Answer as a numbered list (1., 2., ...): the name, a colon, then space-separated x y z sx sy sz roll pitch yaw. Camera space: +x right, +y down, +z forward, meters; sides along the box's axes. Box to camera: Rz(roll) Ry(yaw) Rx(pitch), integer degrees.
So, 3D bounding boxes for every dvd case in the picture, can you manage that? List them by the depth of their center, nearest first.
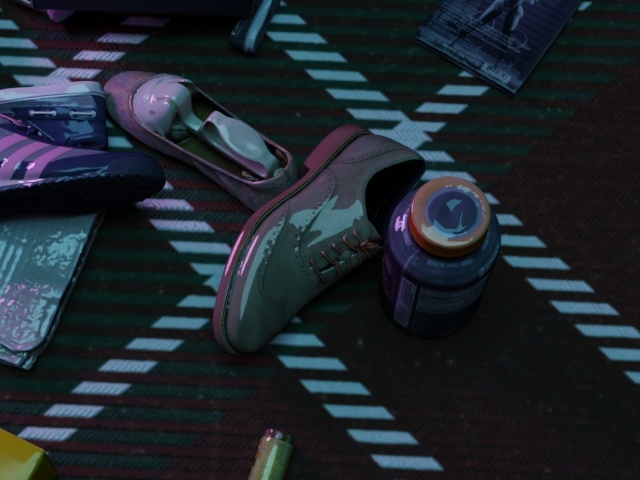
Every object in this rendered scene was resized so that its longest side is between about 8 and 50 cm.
1. dvd case: 0.257 -0.321 1.632 0.165 0.018 0.221 32 70 14

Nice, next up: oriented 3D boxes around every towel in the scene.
1. towel: -0.390 0.011 1.461 0.187 0.049 0.282 16 67 5

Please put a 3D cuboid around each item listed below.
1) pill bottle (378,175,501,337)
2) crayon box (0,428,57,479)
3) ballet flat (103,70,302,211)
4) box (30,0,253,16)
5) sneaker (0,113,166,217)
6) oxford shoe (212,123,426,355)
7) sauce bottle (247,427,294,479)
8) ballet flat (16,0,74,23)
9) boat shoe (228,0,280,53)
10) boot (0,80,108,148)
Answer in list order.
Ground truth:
1. pill bottle: 0.139 0.016 1.359 0.131 0.245 0.130 0 66 -1
2. crayon box: -0.533 0.305 1.299 0.363 0.106 0.313 24 68 9
3. ballet flat: -0.153 -0.149 1.503 0.316 0.106 0.107 31 70 12
4. box: -0.241 -0.465 1.558 0.296 0.182 0.294 0 57 -12
5. sneaker: -0.351 -0.102 1.428 0.319 0.112 0.131 -4 68 -4
6. oxford shoe: 0.000 0.000 1.410 0.130 0.123 0.348 18 65 38
7. sauce bottle: -0.066 0.283 1.350 0.042 0.042 0.128 17 65 6
8. ballet flat: -0.423 -0.381 1.625 0.221 0.077 0.079 42 92 15
9. boat shoe: -0.085 -0.324 1.612 0.040 0.049 0.142 19 70 8
10. boot: -0.373 -0.152 1.523 0.190 0.069 0.086 -9 80 1
